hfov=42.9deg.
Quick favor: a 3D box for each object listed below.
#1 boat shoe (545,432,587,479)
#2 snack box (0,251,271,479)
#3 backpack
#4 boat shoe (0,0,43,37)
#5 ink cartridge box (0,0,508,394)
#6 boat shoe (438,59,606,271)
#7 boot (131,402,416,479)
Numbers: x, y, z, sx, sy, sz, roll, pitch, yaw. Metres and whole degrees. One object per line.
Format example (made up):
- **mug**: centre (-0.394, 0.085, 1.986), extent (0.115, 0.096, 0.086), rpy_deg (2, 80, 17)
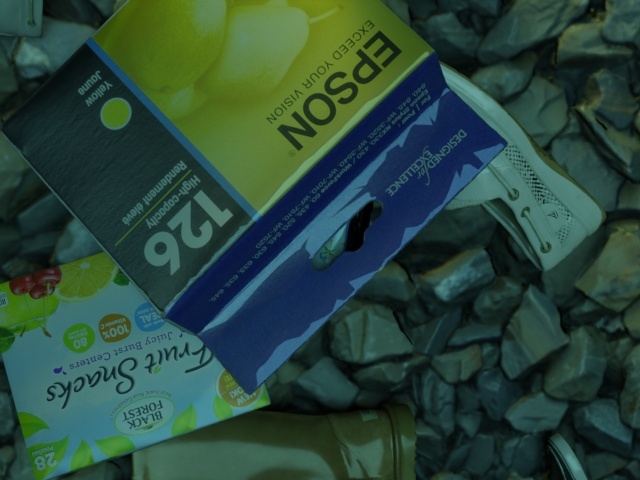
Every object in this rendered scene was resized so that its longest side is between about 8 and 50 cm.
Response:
- **boat shoe**: centre (0.263, 0.272, 0.866), extent (0.040, 0.049, 0.142), rpy_deg (-24, 105, -4)
- **snack box**: centre (-0.166, 0.095, 0.723), extent (0.207, 0.070, 0.174), rpy_deg (-17, 81, -5)
- **backpack**: centre (0.000, 0.000, 0.745), extent (0.084, 0.105, 0.114), rpy_deg (12, 97, 11)
- **boat shoe**: centre (-0.230, -0.254, 0.634), extent (0.076, 0.226, 0.083), rpy_deg (7, 55, -26)
- **ink cartridge box**: centre (-0.060, -0.088, 0.673), extent (0.303, 0.072, 0.307), rpy_deg (-45, 76, -1)
- **boat shoe**: centre (0.144, -0.069, 0.756), extent (0.277, 0.098, 0.096), rpy_deg (38, 92, -15)
- **boot**: centre (-0.044, 0.271, 0.798), extent (0.269, 0.089, 0.236), rpy_deg (-2, 88, -10)
